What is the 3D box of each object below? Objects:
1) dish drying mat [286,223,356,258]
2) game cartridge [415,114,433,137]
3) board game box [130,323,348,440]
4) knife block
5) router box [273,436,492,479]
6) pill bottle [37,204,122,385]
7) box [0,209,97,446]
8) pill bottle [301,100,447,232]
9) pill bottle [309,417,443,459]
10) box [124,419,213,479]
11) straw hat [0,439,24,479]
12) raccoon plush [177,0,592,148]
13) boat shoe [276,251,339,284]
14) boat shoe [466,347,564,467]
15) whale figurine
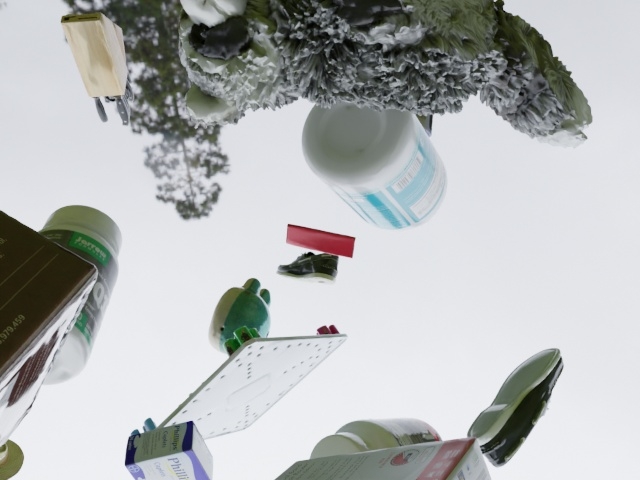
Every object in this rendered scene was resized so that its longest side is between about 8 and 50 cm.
[{"bbox_3d":[0.000,0.000,0.779,0.083,0.032,0.008,11,-145,6],"label":"dish drying mat"},{"bbox_3d":[0.164,-0.296,1.502,0.230,0.068,0.354,-21,-134,40],"label":"game cartridge"},{"bbox_3d":[-0.171,0.320,1.440,0.050,0.390,0.390,54,-159,24],"label":"board game box"},{"bbox_3d":[-0.520,-0.397,1.554,0.088,0.241,0.275,-6,-172,-3],"label":"knife block"},{"bbox_3d":[0.005,0.354,0.749,0.301,0.082,0.336,-20,179,33],"label":"router box"},{"bbox_3d":[-0.535,0.097,1.333,0.205,0.204,0.361,-2,-141,0],"label":"pill bottle"},{"bbox_3d":[-0.284,0.061,0.392,0.203,0.168,0.167,33,-149,-7],"label":"box"},{"bbox_3d":[0.089,-0.098,0.895,0.146,0.264,0.146,-8,-110,22],"label":"pill bottle"},{"bbox_3d":[0.118,0.452,1.316,0.176,0.176,0.319,37,-169,36],"label":"pill bottle"},{"bbox_3d":[-0.297,0.438,1.287,0.137,0.126,0.072,-15,-144,2],"label":"box"},{"bbox_3d":[-0.780,0.504,1.540,0.145,0.061,0.144,15,-145,-11],"label":"straw hat"},{"bbox_3d":[0.052,-0.166,0.716,0.299,0.446,0.216,-25,-145,42],"label":"raccoon plush"},{"bbox_3d":[-0.032,0.069,1.660,0.084,0.079,0.233,18,167,-33],"label":"boat shoe"},{"bbox_3d":[0.435,0.354,1.396,0.303,0.114,0.091,-39,-86,-20],"label":"boat shoe"},{"bbox_3d":[-0.179,0.204,1.685,0.141,0.216,0.272,21,-169,15],"label":"whale figurine"}]
